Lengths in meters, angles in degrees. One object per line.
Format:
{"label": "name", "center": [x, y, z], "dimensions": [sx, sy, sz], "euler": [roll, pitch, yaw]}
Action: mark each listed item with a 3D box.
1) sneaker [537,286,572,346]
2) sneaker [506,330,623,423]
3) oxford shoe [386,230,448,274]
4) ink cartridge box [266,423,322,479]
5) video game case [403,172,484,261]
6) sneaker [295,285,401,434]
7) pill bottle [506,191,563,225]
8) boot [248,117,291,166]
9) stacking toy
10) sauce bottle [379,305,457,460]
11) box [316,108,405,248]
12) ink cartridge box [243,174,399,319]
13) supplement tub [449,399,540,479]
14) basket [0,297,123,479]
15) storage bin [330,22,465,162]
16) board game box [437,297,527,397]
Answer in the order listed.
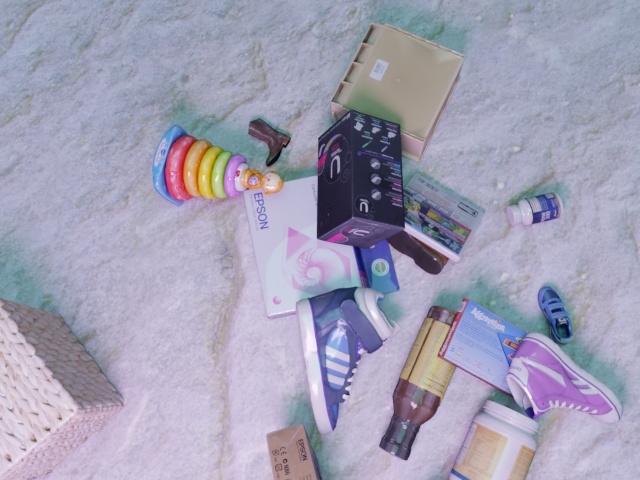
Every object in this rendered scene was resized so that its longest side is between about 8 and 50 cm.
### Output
{"label": "sneaker", "center": [0.557, 0.176, 1.362], "dimensions": [0.053, 0.059, 0.144], "euler": [-15, 76, 1]}
{"label": "sneaker", "center": [0.525, 0.349, 1.276], "dimensions": [0.282, 0.102, 0.161], "euler": [38, 67, -3]}
{"label": "oxford shoe", "center": [0.224, -0.008, 1.419], "dimensions": [0.212, 0.076, 0.076], "euler": [43, 51, 7]}
{"label": "ink cartridge box", "center": [-0.035, 0.530, 1.188], "dimensions": [0.088, 0.193, 0.234], "euler": [-17, 47, -3]}
{"label": "video game case", "center": [0.278, -0.060, 1.402], "dimensions": [0.201, 0.023, 0.183], "euler": [33, 51, 8]}
{"label": "sneaker", "center": [0.079, 0.264, 1.310], "dimensions": [0.237, 0.130, 0.322], "euler": [-9, 94, -8]}
{"label": "pill bottle", "center": [0.523, -0.074, 1.417], "dimensions": [0.120, 0.067, 0.066], "euler": [-13, 77, -1]}
{"label": "boot", "center": [-0.150, -0.256, 1.497], "dimensions": [0.114, 0.037, 0.106], "euler": [33, 67, 5]}
{"label": "stacking toy", "center": [-0.233, -0.158, 1.392], "dimensions": [0.302, 0.165, 0.175], "euler": [12, 78, 13]}
{"label": "sauce bottle", "center": [0.232, 0.321, 1.315], "dimensions": [0.112, 0.111, 0.344], "euler": [26, 80, 7]}
{"label": "box", "center": [0.089, -0.137, 1.345], "dimensions": [0.144, 0.165, 0.270], "euler": [11, 67, -27]}
{"label": "ink cartridge box", "center": [0.000, 0.000, 1.419], "dimensions": [0.331, 0.071, 0.323], "euler": [-13, 77, 0]}
{"label": "supplement tub", "center": [0.381, 0.465, 1.257], "dimensions": [0.145, 0.144, 0.199], "euler": [26, 79, 7]}
{"label": "basket", "center": [-0.652, 0.325, 1.232], "dimensions": [0.266, 0.331, 0.328], "euler": [-40, 79, -9]}
{"label": "storage bin", "center": [0.193, -0.380, 1.472], "dimensions": [0.261, 0.123, 0.262], "euler": [25, 79, 8]}
{"label": "board game box", "center": [0.406, 0.257, 1.308], "dimensions": [0.281, 0.027, 0.145], "euler": [30, 80, -17]}
